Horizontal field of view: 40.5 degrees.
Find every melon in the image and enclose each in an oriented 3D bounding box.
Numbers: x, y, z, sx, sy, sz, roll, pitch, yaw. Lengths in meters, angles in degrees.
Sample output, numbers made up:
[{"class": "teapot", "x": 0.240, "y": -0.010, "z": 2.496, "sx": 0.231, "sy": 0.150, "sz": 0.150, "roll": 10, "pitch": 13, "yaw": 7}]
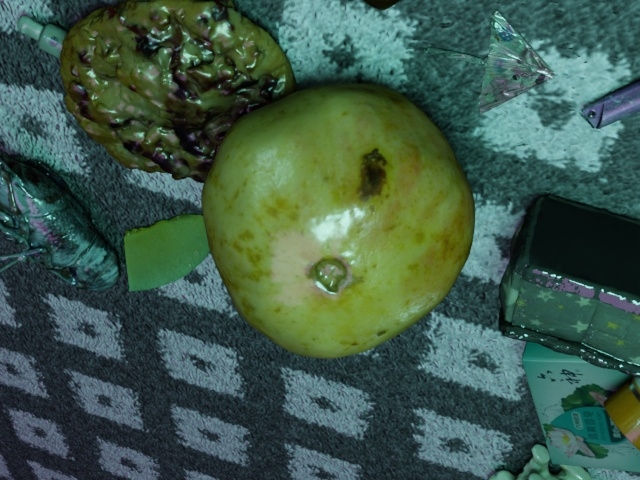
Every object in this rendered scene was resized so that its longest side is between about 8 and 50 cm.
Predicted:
[{"class": "melon", "x": -0.237, "y": 0.002, "z": 1.408, "sx": 0.262, "sy": 0.053, "sz": 0.114, "roll": -26, "pitch": 98, "yaw": 38}]

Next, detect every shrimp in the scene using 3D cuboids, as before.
[{"class": "shrimp", "x": -0.471, "y": -0.029, "z": 1.392, "sx": 0.137, "sy": 0.172, "sz": 0.372, "roll": -16, "pitch": 130, "yaw": 44}]

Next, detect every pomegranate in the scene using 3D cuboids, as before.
[{"class": "pomegranate", "x": 0.014, "y": -0.037, "z": 1.049, "sx": 0.342, "sy": 0.342, "sz": 0.342, "roll": 15, "pitch": 136, "yaw": 14}]

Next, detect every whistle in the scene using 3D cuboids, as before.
[{"class": "whistle", "x": 0.362, "y": -0.163, "z": 0.927, "sx": 0.176, "sy": 0.033, "sz": 0.033, "roll": -23, "pitch": 118, "yaw": 41}]

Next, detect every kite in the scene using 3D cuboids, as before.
[{"class": "kite", "x": 0.193, "y": -0.202, "z": 0.995, "sx": 0.157, "sy": 0.011, "sz": 0.139, "roll": 15, "pitch": 134, "yaw": 13}]

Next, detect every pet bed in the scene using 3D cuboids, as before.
[{"class": "pet bed", "x": 0.327, "y": 0.066, "z": 1.064, "sx": 0.211, "sy": 0.183, "sz": 0.159, "roll": 16, "pitch": 130, "yaw": 10}]

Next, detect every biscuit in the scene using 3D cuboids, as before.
[{"class": "biscuit", "x": -0.192, "y": -0.185, "z": 1.136, "sx": 0.334, "sy": 0.081, "sz": 0.289, "roll": -19, "pitch": 127, "yaw": 35}]

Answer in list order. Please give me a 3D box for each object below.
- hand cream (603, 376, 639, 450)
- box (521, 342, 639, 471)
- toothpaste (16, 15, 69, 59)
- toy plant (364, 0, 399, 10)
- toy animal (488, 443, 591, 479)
[{"class": "hand cream", "x": 0.493, "y": 0.136, "z": 1.061, "sx": 0.314, "sy": 0.089, "sz": 0.140, "roll": -41, "pitch": 107, "yaw": 19}, {"class": "box", "x": 0.391, "y": 0.220, "z": 1.245, "sx": 0.153, "sy": 0.092, "sz": 0.245, "roll": -2, "pitch": 131, "yaw": 29}, {"class": "toothpaste", "x": -0.298, "y": -0.241, "z": 1.195, "sx": 0.255, "sy": 0.037, "sz": 0.067, "roll": 27, "pitch": 137, "yaw": -6}, {"class": "toy plant", "x": 0.042, "y": -0.323, "z": 0.894, "sx": 0.162, "sy": 0.093, "sz": 0.093, "roll": 48, "pitch": 135, "yaw": -15}, {"class": "toy animal", "x": 0.383, "y": 0.448, "z": 1.468, "sx": 0.184, "sy": 0.104, "sz": 0.185, "roll": 32, "pitch": 134, "yaw": -3}]
